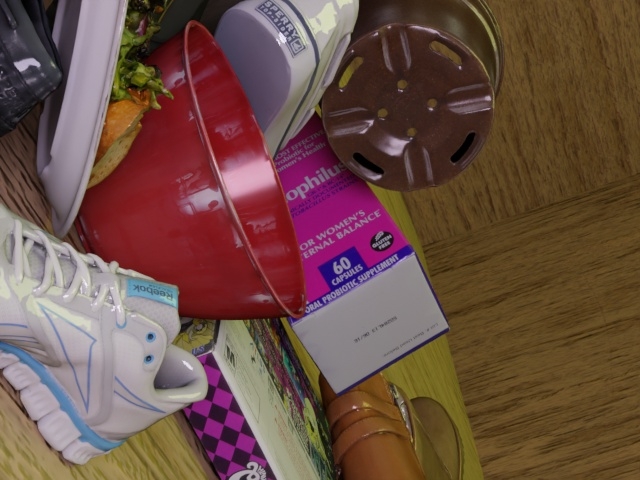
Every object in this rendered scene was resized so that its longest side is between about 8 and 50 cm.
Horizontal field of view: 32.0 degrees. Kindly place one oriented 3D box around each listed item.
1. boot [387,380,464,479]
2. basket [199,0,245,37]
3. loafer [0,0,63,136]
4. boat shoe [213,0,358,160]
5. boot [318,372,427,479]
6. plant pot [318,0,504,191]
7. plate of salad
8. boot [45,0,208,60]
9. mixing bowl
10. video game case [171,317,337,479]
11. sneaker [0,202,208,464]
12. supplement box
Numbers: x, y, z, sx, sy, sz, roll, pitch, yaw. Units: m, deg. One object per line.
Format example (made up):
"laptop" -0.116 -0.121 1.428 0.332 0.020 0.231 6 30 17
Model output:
"boot" 0.115 0.245 1.393 0.269 0.089 0.236 59 14 -49
"basket" -0.066 -0.237 0.803 0.204 0.227 0.154 57 16 -57
"loafer" -0.152 -0.135 0.521 0.076 0.078 0.223 61 13 -51
"boat shoe" -0.039 -0.104 0.792 0.095 0.084 0.258 54 -25 -2
"boot" 0.055 0.205 0.994 0.283 0.109 0.220 55 19 -69
"plant pot" 0.068 -0.122 0.869 0.165 0.167 0.167 -82 152 -69
"plate of salad" -0.102 -0.097 0.543 0.200 0.048 0.199 -171 -90 -72
"boot" -0.089 -0.164 0.707 0.077 0.198 0.137 44 -1 10
"mixing bowl" -0.084 -0.026 0.651 0.181 0.098 0.181 -19 90 -81
"video game case" -0.043 0.115 0.797 0.210 0.042 0.232 -96 165 -61
"sneaker" -0.105 0.023 0.465 0.190 0.083 0.071 59 16 -51
"supplement box" 0.000 0.000 0.937 0.220 0.111 0.114 57 -2 44
